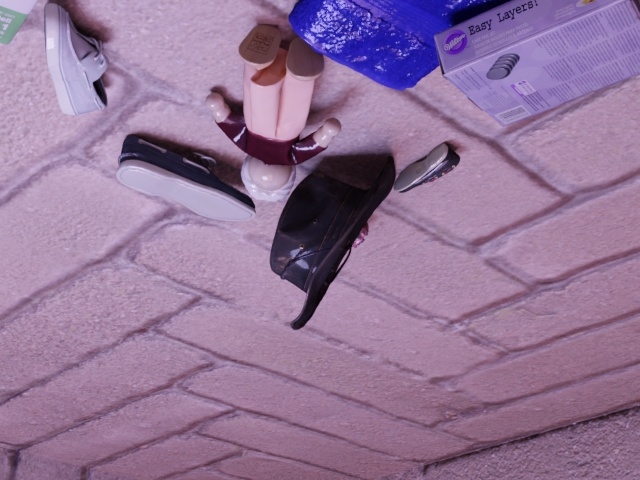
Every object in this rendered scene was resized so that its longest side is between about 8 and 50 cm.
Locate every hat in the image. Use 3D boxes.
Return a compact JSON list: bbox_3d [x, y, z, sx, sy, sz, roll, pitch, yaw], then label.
[{"bbox_3d":[-0.004,-0.019,1.640,0.134,0.331,0.331,31,150,7],"label":"hat"}]

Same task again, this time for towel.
[{"bbox_3d":[0.128,-0.315,1.268,0.227,0.076,0.308,17,146,-29],"label":"towel"}]

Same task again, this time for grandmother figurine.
[{"bbox_3d":[-0.076,-0.174,1.492,0.207,0.104,0.342,24,150,10],"label":"grandmother figurine"}]

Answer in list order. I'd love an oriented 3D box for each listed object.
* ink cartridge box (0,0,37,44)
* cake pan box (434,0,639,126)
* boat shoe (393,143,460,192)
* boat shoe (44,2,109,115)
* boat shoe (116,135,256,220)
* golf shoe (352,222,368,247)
[{"bbox_3d":[-0.319,-0.376,1.038,0.117,0.201,0.278,19,145,-31],"label":"ink cartridge box"},{"bbox_3d":[0.311,-0.251,1.308,0.245,0.070,0.267,-19,162,25],"label":"cake pan box"},{"bbox_3d":[0.176,-0.113,1.647,0.042,0.049,0.133,30,135,-29],"label":"boat shoe"},{"bbox_3d":[-0.340,-0.256,1.387,0.081,0.079,0.227,-6,156,-8],"label":"boat shoe"},{"bbox_3d":[-0.219,-0.101,1.643,0.254,0.079,0.095,18,148,-24],"label":"boat shoe"},{"bbox_3d":[0.000,0.000,1.836,0.086,0.067,0.186,29,130,-31],"label":"golf shoe"}]
